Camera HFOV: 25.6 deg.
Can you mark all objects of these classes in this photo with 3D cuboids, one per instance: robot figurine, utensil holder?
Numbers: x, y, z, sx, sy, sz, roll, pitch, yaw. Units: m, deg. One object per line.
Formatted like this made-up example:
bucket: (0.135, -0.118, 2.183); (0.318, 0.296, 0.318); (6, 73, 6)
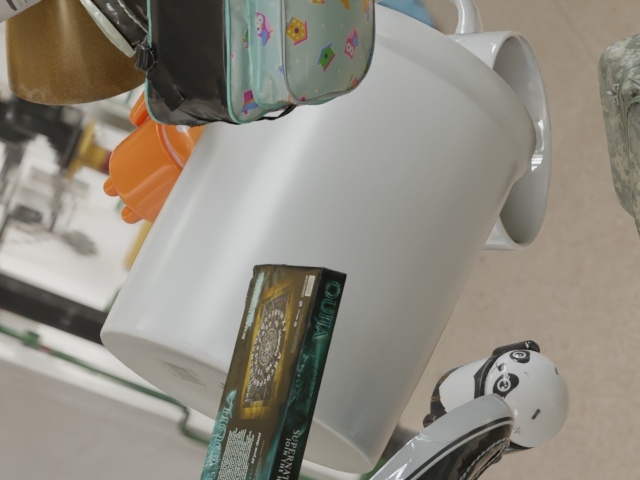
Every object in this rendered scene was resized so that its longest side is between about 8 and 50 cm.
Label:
robot figurine: (-0.176, -0.104, 1.753); (0.219, 0.128, 0.158); (-33, 51, 35)
robot figurine: (0.299, 0.284, 2.431); (0.278, 0.174, 0.209); (-26, 71, 51)
utensil holder: (0.000, 0.000, 1.438); (0.385, 0.328, 0.327); (-64, 14, -17)

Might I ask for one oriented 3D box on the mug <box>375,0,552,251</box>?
mug: (0.106, -0.169, 1.832); (0.276, 0.328, 0.374); (24, -112, -63)

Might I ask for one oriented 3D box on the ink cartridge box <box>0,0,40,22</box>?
ink cartridge box: (-0.471, -0.454, 1.892); (0.395, 0.285, 0.166); (-33, -13, -19)

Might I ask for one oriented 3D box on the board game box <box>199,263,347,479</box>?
board game box: (-0.038, 0.110, 1.084); (0.126, 0.026, 0.186); (3, 77, 64)

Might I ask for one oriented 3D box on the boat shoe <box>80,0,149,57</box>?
boat shoe: (-0.184, -0.235, 1.352); (0.069, 0.081, 0.227); (-35, 21, 4)

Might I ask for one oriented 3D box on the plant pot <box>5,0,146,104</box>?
plant pot: (-0.373, -0.369, 2.114); (0.237, 0.237, 0.254); (-95, 0, -60)

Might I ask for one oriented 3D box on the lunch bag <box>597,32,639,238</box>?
lunch bag: (0.507, -0.118, 1.855); (0.256, 0.213, 0.305); (-112, 6, -58)

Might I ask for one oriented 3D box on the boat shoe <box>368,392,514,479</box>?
boat shoe: (0.075, 0.254, 1.221); (0.306, 0.105, 0.113); (-34, -26, -29)

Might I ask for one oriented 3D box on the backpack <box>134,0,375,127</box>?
backpack: (-0.038, -0.172, 1.053); (0.188, 0.144, 0.165); (-26, -65, -64)
